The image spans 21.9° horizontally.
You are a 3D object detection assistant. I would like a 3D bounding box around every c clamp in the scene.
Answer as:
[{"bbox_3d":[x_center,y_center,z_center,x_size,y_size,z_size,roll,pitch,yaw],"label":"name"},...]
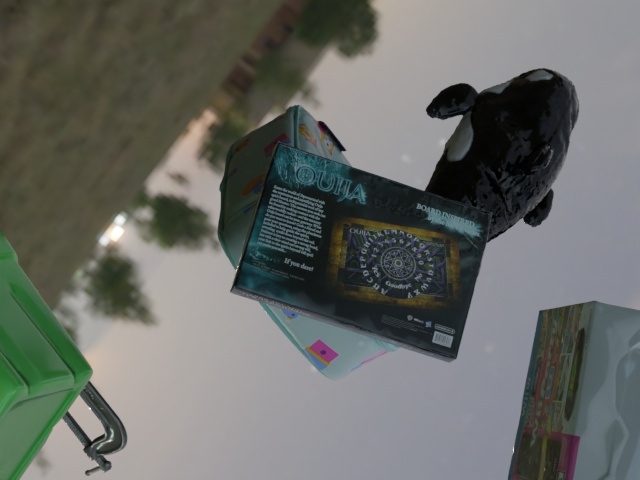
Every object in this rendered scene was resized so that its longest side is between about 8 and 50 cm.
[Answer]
[{"bbox_3d":[-0.270,0.188,1.796,0.022,0.161,0.137,-41,-168,-37],"label":"c clamp"}]

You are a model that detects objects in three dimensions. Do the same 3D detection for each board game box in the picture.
[{"bbox_3d":[0.304,0.191,1.889,0.303,0.097,0.224,125,-24,-84],"label":"board game box"},{"bbox_3d":[0.034,0.009,1.308,0.026,0.186,0.126,133,-25,-73],"label":"board game box"}]

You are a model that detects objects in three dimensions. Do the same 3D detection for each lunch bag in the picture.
[{"bbox_3d":[0.000,0.000,1.689,0.108,0.224,0.279,-32,-156,17],"label":"lunch bag"}]

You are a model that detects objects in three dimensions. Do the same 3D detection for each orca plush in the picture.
[{"bbox_3d":[0.151,-0.072,1.457,0.287,0.151,0.102,-27,-178,-33],"label":"orca plush"}]

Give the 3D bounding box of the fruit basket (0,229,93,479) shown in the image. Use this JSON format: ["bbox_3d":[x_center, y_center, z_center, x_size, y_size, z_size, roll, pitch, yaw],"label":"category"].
[{"bbox_3d":[-0.443,0.122,1.426,0.392,0.392,0.283,-52,169,10],"label":"fruit basket"}]
